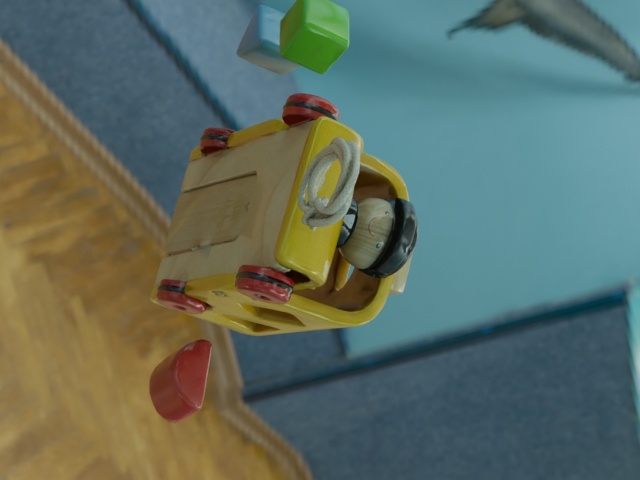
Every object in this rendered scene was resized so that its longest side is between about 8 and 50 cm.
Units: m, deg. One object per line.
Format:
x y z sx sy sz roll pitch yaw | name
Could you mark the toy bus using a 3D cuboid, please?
-0.004 -0.004 0.806 0.104 0.191 0.202 21 31 -25 | toy bus
